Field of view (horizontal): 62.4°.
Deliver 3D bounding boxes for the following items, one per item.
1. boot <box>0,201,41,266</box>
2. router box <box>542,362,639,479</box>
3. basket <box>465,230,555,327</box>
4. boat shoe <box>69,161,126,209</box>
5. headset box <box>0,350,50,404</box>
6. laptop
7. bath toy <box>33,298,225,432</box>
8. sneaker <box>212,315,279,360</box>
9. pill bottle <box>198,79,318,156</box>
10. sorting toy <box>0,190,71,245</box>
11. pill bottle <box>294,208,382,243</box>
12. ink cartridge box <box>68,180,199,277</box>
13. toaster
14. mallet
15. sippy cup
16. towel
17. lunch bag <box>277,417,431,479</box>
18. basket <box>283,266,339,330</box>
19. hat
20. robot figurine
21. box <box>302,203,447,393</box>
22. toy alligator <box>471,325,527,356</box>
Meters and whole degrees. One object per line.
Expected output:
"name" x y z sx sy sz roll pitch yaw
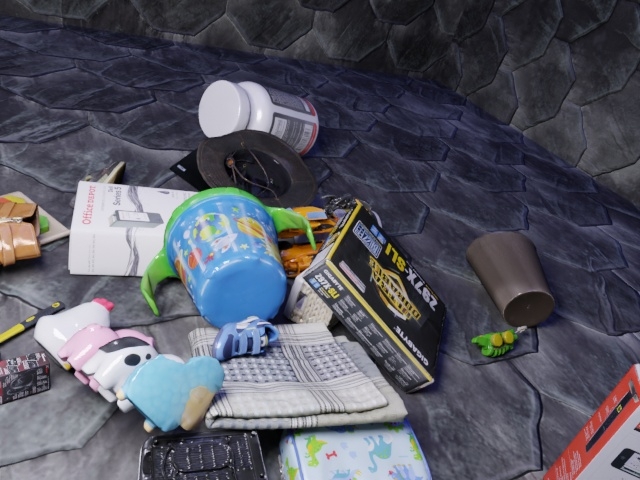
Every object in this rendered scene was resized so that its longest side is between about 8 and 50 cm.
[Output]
"boot" -0.662 -0.057 1.005 0.220 0.109 0.283 -14 56 -20
"router box" 0.576 0.384 0.822 0.335 0.301 0.082 23 32 7
"basket" 0.509 0.104 1.386 0.204 0.154 0.227 10 36 -10
"boat shoe" -0.541 -0.138 1.294 0.073 0.080 0.224 17 35 -10
"headset box" -0.459 0.209 0.802 0.083 0.062 0.032 -11 41 -38
"laptop" -0.262 -0.191 1.586 0.234 0.137 0.264 35 9 25
"bath toy" -0.301 0.174 0.803 0.348 0.151 0.129 12 46 40
"sneaker" -0.125 0.165 0.888 0.059 0.053 0.144 16 18 26
"pill bottle" -0.187 -0.378 1.658 0.210 0.210 0.363 37 22 29
"sorting toy" -0.668 -0.038 1.111 0.208 0.038 0.193 30 33 19
"pill bottle" 0.044 -0.023 1.372 0.208 0.119 0.119 1 35 -26
"ink cartridge box" -0.392 -0.023 1.152 0.272 0.115 0.198 4 34 -22
"toaster" -0.161 0.347 0.689 0.185 0.110 0.168 4 33 -23
"mallet" -0.507 0.155 0.896 0.062 0.039 0.189 28 29 19
"sippy cup" -0.170 0.047 1.015 0.240 0.305 0.224 31 13 -35
"towel" -0.051 0.216 0.904 0.324 0.056 0.312 4 11 -19
"lunch bag" 0.049 0.345 0.819 0.218 0.090 0.176 4 33 -22
"basket" 0.015 0.114 1.148 0.103 0.113 0.167 31 33 17
"hat" -0.176 -0.144 1.389 0.331 0.134 0.331 17 43 -17
"robot figurine" 0.000 0.000 1.242 0.290 0.211 0.085 -6 28 -18
"box" 0.127 0.110 1.095 0.322 0.079 0.257 49 30 -10
"toy alligator" 0.423 0.237 1.225 0.189 0.056 0.051 -4 79 -33
